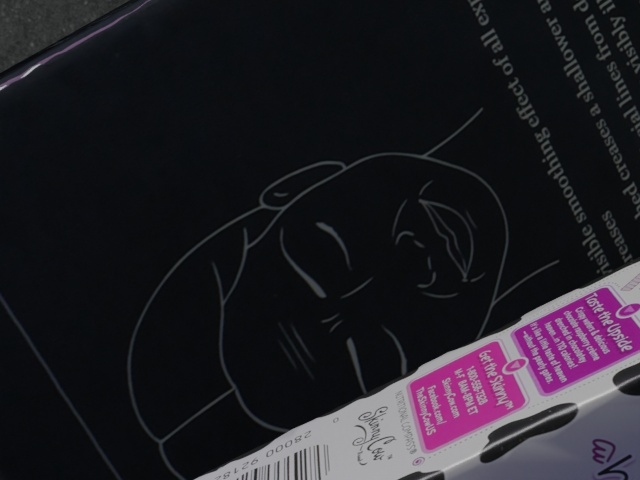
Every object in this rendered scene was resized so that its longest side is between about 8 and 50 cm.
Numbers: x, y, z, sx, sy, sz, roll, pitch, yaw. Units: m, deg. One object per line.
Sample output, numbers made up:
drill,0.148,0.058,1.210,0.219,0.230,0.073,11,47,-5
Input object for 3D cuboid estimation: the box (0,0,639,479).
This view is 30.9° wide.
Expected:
box,0.000,0.000,0.576,0.395,0.294,0.212,-34,16,-20

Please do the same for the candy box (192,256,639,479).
candy box,0.088,0.103,0.345,0.233,0.159,0.071,-28,17,6
